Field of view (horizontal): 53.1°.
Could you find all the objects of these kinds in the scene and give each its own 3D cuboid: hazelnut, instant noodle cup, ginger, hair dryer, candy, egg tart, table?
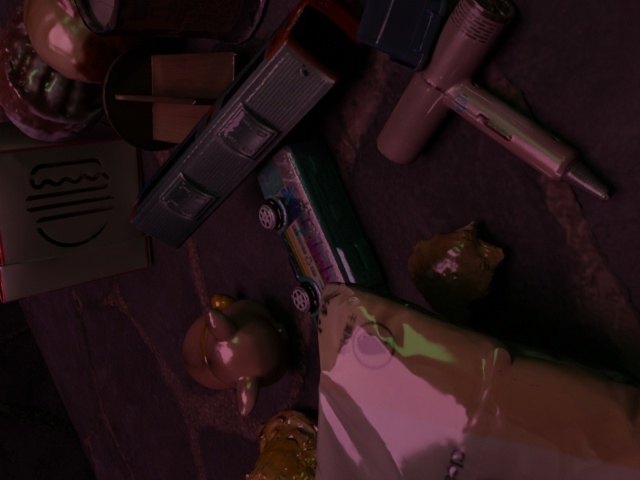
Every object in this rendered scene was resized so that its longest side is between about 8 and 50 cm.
[{"bbox_3d":[-0.352,-0.369,1.049,0.261,0.241,0.261,-20,62,42],"label":"hazelnut"},{"bbox_3d":[-0.208,-0.364,0.852,0.217,0.207,0.217,23,121,45],"label":"instant noodle cup"},{"bbox_3d":[0.135,0.055,0.695,0.096,0.067,0.165,22,124,21],"label":"ginger"},{"bbox_3d":[0.169,-0.094,0.615,0.220,0.053,0.195,51,140,16],"label":"hair dryer"},{"bbox_3d":[-0.485,-0.333,1.199,0.157,0.214,0.289,-24,56,51],"label":"candy"},{"bbox_3d":[-0.031,0.429,1.027,0.315,0.120,0.315,23,121,46],"label":"egg tart"},{"bbox_3d":[-0.190,-0.205,0.940,0.226,0.167,0.167,14,116,44],"label":"table"}]

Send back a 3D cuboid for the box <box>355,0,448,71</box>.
[{"bbox_3d":[0.075,-0.213,0.631,0.099,0.054,0.074,-118,43,-65],"label":"box"}]

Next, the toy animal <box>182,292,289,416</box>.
[{"bbox_3d":[-0.146,0.175,1.059,0.165,0.149,0.248,58,156,-6],"label":"toy animal"}]

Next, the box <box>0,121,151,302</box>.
[{"bbox_3d":[-0.577,-0.088,1.361,0.312,0.314,0.300,24,120,46],"label":"box"}]

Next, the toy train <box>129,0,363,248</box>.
[{"bbox_3d":[-0.102,-0.134,0.802,0.409,0.086,0.089,-39,30,34],"label":"toy train"}]

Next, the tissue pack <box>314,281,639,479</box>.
[{"bbox_3d":[0.157,0.244,0.605,0.390,0.195,0.375,17,117,24],"label":"tissue pack"}]

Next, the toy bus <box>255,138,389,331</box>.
[{"bbox_3d":[0.000,0.000,0.836,0.109,0.091,0.262,-30,82,47],"label":"toy bus"}]
